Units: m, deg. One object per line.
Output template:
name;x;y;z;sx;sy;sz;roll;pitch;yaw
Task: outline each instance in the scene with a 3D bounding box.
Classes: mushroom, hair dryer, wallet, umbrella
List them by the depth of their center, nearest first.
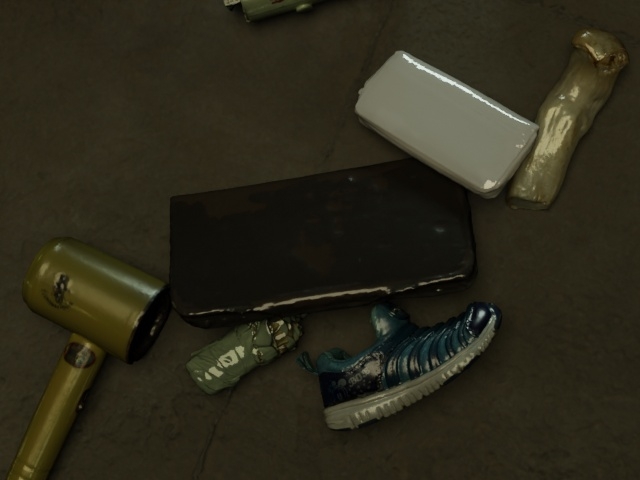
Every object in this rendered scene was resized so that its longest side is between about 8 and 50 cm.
mushroom;0.245;-0.120;1.527;0.059;0.054;0.202;29;93;17
wallet;0.000;0.000;1.528;0.309;0.042;0.165;-9;58;5
wallet;0.123;-0.119;1.531;0.190;0.033;0.095;31;77;22
umbrella;-0.069;0.103;1.540;0.143;0.062;0.067;-38;45;2
hair dryer;-0.269;0.143;1.553;0.135;0.090;0.278;25;93;10

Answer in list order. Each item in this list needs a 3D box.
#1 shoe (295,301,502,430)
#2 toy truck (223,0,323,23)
shoe;0.082;0.109;1.496;0.207;0.091;0.106;-25;85;8
toy truck;-0.008;-0.286;1.573;0.202;0.074;0.088;-15;85;6
